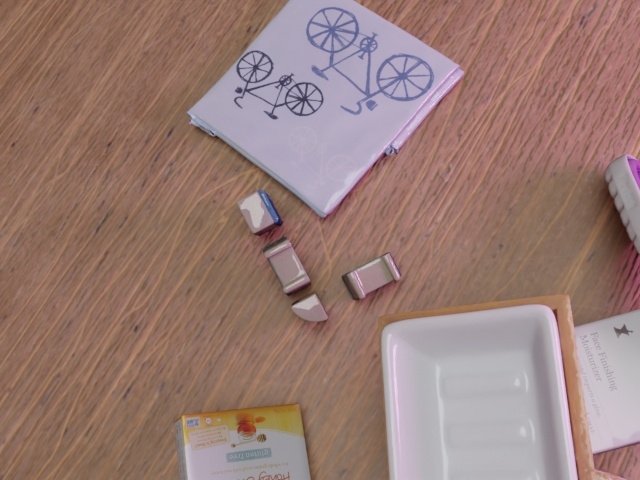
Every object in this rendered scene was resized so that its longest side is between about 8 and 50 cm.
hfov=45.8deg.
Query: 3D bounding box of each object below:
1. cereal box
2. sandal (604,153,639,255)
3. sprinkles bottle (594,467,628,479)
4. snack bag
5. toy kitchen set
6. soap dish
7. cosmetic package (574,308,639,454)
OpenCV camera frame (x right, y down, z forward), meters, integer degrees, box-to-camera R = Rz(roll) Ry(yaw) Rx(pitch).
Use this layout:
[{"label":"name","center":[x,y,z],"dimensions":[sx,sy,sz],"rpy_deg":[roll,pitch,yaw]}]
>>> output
[{"label":"cereal box","center":[-0.094,0.344,0.998],"dimensions":[0.173,0.047,0.240],"rpy_deg":[0,68,-26]},{"label":"sandal","center":[0.476,0.021,0.935],"dimensions":[0.102,0.169,0.416],"rpy_deg":[-46,40,30]},{"label":"sprinkles bottle","center":[0.289,0.450,0.885],"dimensions":[0.121,0.121,0.355],"rpy_deg":[15,68,13]},{"label":"snack bag","center":[0.003,-0.234,1.225],"dimensions":[0.323,0.037,0.342],"rpy_deg":[37,80,19]},{"label":"toy kitchen set","center":[0.000,0.000,1.124],"dimensions":[0.166,0.122,0.207],"rpy_deg":[-28,90,-1]},{"label":"soap dish","center":[0.191,0.220,0.865],"dimensions":[0.229,0.118,0.290],"rpy_deg":[-10,72,25]},{"label":"cosmetic package","center":[0.372,0.184,0.963],"dimensions":[0.184,0.151,0.151],"rpy_deg":[-17,70,3]}]
